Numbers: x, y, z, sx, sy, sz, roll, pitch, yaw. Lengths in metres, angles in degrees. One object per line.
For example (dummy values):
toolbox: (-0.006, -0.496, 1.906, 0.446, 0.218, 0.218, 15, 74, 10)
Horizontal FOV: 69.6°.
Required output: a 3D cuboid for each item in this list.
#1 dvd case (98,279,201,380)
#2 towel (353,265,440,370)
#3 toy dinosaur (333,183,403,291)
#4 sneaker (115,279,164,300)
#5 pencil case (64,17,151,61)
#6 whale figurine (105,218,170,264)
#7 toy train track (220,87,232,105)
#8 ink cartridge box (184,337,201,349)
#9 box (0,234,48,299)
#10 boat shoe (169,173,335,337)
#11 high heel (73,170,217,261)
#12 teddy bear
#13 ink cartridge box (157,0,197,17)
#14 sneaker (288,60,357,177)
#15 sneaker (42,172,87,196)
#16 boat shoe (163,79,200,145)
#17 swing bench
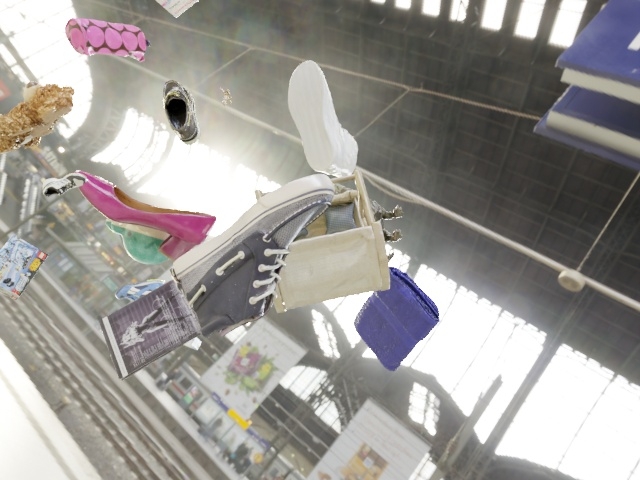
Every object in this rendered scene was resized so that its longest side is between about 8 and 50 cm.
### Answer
dvd case: (-0.402, 0.205, 1.101, 0.164, 0.221, 0.018, 56, -9, 26)
towel: (0.238, 0.251, 1.471, 0.228, 0.076, 0.308, 51, -44, 27)
toy dinosaur: (0.133, -0.023, 1.231, 0.160, 0.121, 0.313, 9, -58, 55)
sneaker: (-0.482, 0.144, 1.229, 0.053, 0.144, 0.059, 22, 55, -73)
pencil case: (-0.579, -0.545, 1.259, 0.095, 0.209, 0.098, 2, -74, 33)
whale figurine: (-0.578, -0.006, 1.470, 0.272, 0.141, 0.216, 13, -5, 31)
toy train track: (-0.232, -0.355, 1.143, 0.048, 0.014, 0.083, 54, 19, -33)
ink cartridge box: (-0.390, 0.283, 1.320, 0.083, 0.028, 0.048, 14, -28, 19)
box: (-0.738, 0.063, 1.111, 0.027, 0.137, 0.094, -31, -57, 32)
boat shoe: (-0.095, 0.038, 0.791, 0.127, 0.340, 0.158, 10, 50, -64)
high heel: (-0.481, -0.109, 1.288, 0.377, 0.181, 0.127, 40, 7, -29)
teddy bear: (-0.876, -0.367, 1.375, 0.338, 0.245, 0.113, -20, -74, 46)
ink cartridge box: (-0.396, -0.680, 1.224, 0.143, 0.092, 0.090, 24, 44, -61)
sneaker: (0.011, -0.299, 1.190, 0.108, 0.169, 0.292, -15, -101, 26)
sneaker: (-0.491, -0.103, 0.886, 0.032, 0.083, 0.037, 75, 0, -50)
boat shoe: (-0.392, -0.370, 1.275, 0.228, 0.081, 0.069, 65, 2, 25)
swing bench: (0.000, 0.000, 1.030, 0.165, 0.253, 0.255, 80, -3, -47)
